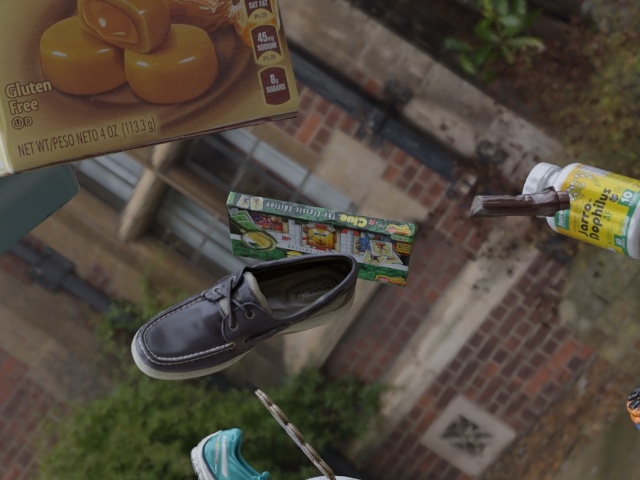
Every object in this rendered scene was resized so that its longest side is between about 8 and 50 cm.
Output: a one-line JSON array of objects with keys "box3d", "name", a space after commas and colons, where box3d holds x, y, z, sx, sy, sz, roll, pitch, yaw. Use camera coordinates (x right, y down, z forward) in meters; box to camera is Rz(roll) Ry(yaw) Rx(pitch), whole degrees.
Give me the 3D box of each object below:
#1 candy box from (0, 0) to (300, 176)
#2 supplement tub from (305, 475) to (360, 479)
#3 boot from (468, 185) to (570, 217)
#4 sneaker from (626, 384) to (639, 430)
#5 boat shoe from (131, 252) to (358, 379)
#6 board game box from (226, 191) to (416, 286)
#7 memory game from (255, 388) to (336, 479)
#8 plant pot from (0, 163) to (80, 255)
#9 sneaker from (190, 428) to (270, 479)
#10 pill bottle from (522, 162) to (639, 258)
[{"box3d": [-0.139, -0.209, 0.673, 0.182, 0.317, 0.087, -15, 8, -25], "name": "candy box"}, {"box3d": [0.013, 0.547, 1.745, 0.228, 0.228, 0.316, 122, 169, -46], "name": "supplement tub"}, {"box3d": [0.222, -0.041, 1.331, 0.106, 0.114, 0.037, 135, 128, -84], "name": "boot"}, {"box3d": [0.400, 0.159, 1.107, 0.221, 0.087, 0.083, -17, 10, -13], "name": "sneaker"}, {"box3d": [-0.083, 0.075, 1.321, 0.285, 0.103, 0.092, -16, -29, -21], "name": "boat shoe"}, {"box3d": [0.000, 0.000, 1.593, 0.136, 0.259, 0.030, 88, -166, -61], "name": "board game box"}, {"box3d": [-0.037, 0.299, 1.740, 0.012, 0.186, 0.186, -41, -5, -9], "name": "memory game"}, {"box3d": [-0.505, -0.123, 1.545, 0.247, 0.248, 0.252, -42, -8, -18], "name": "plant pot"}, {"box3d": [-0.118, 0.445, 1.921, 0.110, 0.275, 0.107, -32, -16, -2], "name": "sneaker"}, {"box3d": [0.430, -0.055, 1.793, 0.117, 0.208, 0.118, -30, -49, -42], "name": "pill bottle"}]
